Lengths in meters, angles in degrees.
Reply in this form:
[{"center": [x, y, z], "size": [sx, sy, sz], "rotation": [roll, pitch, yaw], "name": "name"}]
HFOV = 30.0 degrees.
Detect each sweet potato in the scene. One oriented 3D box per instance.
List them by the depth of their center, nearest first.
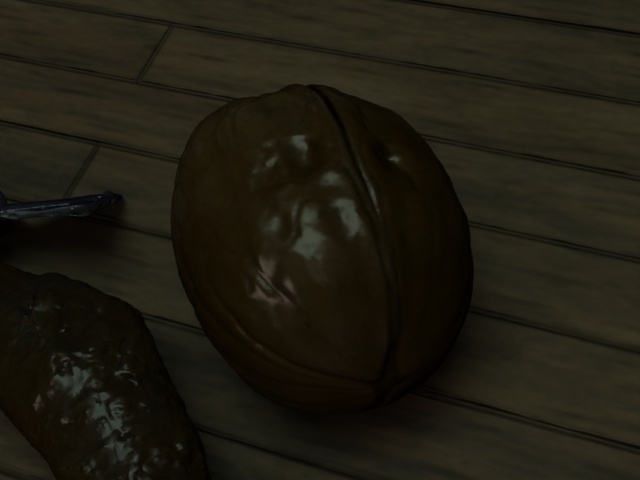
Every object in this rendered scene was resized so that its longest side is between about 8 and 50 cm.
[{"center": [-0.141, 0.089, 0.696], "size": [0.114, 0.092, 0.341], "rotation": [-43, 55, 1], "name": "sweet potato"}]

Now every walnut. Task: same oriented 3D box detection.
[{"center": [0.000, 0.000, 0.690], "size": [0.167, 0.167, 0.207], "rotation": [-20, 55, -3], "name": "walnut"}]

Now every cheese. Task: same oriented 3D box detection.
[{"center": [-0.234, -0.017, 0.803], "size": [0.190, 0.105, 0.042], "rotation": [-3, 98, 5], "name": "cheese"}]
